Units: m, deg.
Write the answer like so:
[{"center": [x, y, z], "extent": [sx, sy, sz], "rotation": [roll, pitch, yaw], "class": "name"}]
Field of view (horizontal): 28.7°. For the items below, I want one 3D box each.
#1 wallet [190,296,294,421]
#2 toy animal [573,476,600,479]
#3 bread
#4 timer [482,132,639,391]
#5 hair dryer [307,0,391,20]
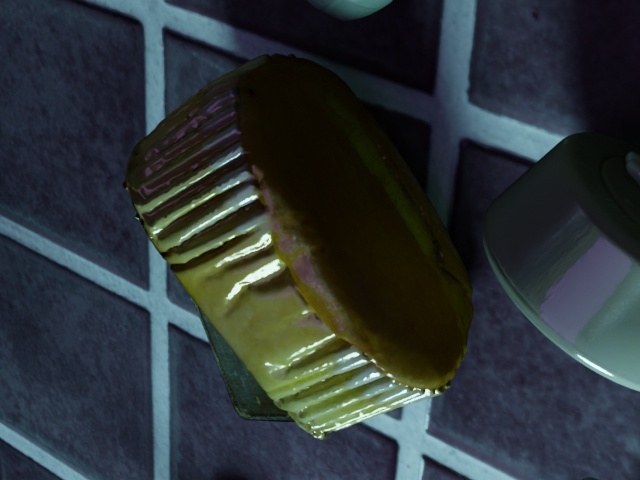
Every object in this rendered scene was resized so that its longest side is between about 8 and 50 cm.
[{"center": [-0.075, 0.058, 1.149], "extent": [0.122, 0.031, 0.232], "rotation": [-10, 103, 49], "class": "wallet"}, {"center": [0.290, 0.291, 0.817], "extent": [0.081, 0.206, 0.367], "rotation": [-43, 76, 10], "class": "toy animal"}, {"center": [0.000, 0.000, 0.950], "extent": [0.156, 0.204, 0.288], "rotation": [-30, 93, 29], "class": "bread"}, {"center": [0.238, -0.057, 0.736], "extent": [0.175, 0.175, 0.266], "rotation": [44, 122, 16], "class": "timer"}, {"center": [0.032, -0.297, 0.858], "extent": [0.206, 0.075, 0.237], "rotation": [-35, 79, 39], "class": "hair dryer"}]
